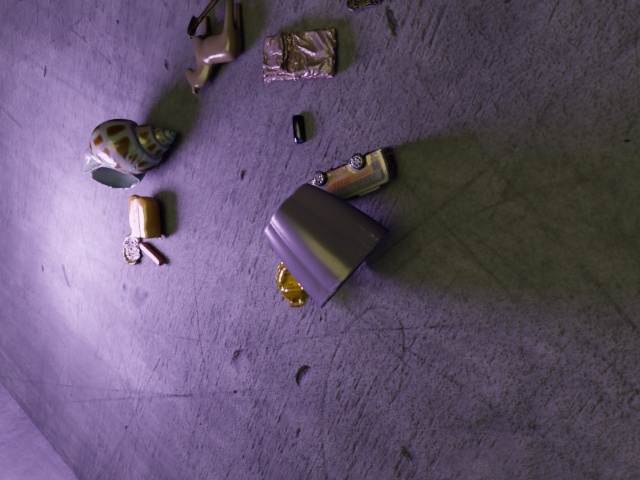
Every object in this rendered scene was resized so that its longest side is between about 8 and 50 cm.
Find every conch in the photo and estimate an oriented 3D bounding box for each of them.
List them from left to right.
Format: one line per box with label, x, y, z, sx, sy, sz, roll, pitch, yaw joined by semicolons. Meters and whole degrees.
conch;-0.684;-0.312;1.523;0.367;0.197;0.249;6;138;27

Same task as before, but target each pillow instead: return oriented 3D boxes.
pillow;-0.067;-0.519;1.195;0.248;0.049;0.135;8;97;27

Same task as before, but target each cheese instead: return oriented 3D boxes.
cheese;-0.074;0.073;1.278;0.156;0.064;0.250;-10;82;31

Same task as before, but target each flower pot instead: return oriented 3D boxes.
flower pot;0.000;0.000;1.079;0.243;0.265;0.265;39;116;8

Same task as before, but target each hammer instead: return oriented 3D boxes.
hammer;-0.302;-0.731;1.276;0.297;0.027;0.125;-41;43;20

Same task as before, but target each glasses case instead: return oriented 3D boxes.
glasses case;-0.064;-0.322;1.236;0.033;0.023;0.083;-2;97;35

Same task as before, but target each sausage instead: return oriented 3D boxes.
sausage;-0.649;0.051;1.645;0.147;0.030;0.035;34;114;23

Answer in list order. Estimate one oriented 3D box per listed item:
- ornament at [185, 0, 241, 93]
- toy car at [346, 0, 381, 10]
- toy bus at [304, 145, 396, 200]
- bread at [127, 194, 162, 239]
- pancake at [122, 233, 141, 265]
ornament;-0.344;-0.598;1.344;0.230;0.061;0.245;3;95;32
toy car;0.111;-0.611;1.084;0.093;0.025;0.041;-1;95;28
toy bus;0.074;-0.161;1.139;0.268;0.092;0.106;-20;95;32
bread;-0.651;-0.085;1.594;0.134;0.085;0.173;8;103;34
pancake;-0.762;0.035;1.719;0.116;0.022;0.130;8;97;30
